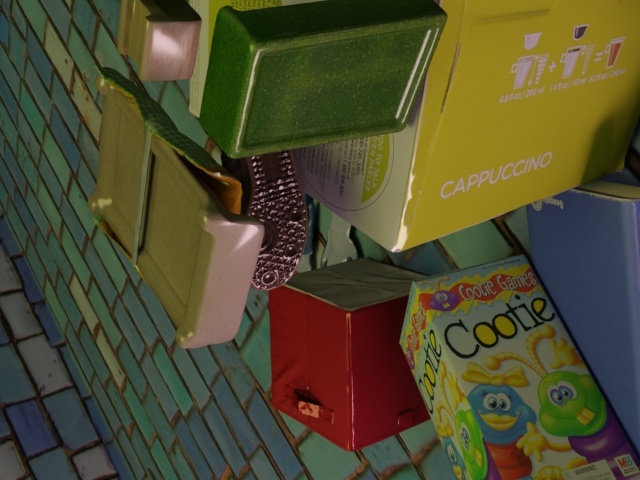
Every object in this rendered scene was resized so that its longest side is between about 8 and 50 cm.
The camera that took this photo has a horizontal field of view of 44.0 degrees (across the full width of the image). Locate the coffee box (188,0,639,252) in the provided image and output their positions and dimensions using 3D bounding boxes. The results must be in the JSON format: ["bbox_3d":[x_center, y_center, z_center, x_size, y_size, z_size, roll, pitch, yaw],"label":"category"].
[{"bbox_3d":[0.104,-0.240,0.740,0.334,0.338,0.338,36,132,39],"label":"coffee box"}]

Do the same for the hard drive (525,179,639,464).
[{"bbox_3d":[0.292,0.096,0.831,0.210,0.040,0.318,-143,42,-73],"label":"hard drive"}]

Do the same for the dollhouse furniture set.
[{"bbox_3d":[-0.065,-0.087,0.619,0.197,0.151,0.301,50,140,30],"label":"dollhouse furniture set"}]

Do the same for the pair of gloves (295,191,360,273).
[{"bbox_3d":[0.000,0.000,1.269,0.198,0.023,0.159,25,122,45],"label":"pair of gloves"}]

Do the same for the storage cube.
[{"bbox_3d":[0.053,0.147,1.101,0.184,0.215,0.193,17,112,50],"label":"storage cube"}]

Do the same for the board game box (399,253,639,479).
[{"bbox_3d":[0.204,0.176,0.869,0.144,0.142,0.275,92,162,-52],"label":"board game box"}]

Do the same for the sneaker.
[{"bbox_3d":[-0.054,-0.051,0.713,0.071,0.066,0.188,-144,50,-63],"label":"sneaker"}]
